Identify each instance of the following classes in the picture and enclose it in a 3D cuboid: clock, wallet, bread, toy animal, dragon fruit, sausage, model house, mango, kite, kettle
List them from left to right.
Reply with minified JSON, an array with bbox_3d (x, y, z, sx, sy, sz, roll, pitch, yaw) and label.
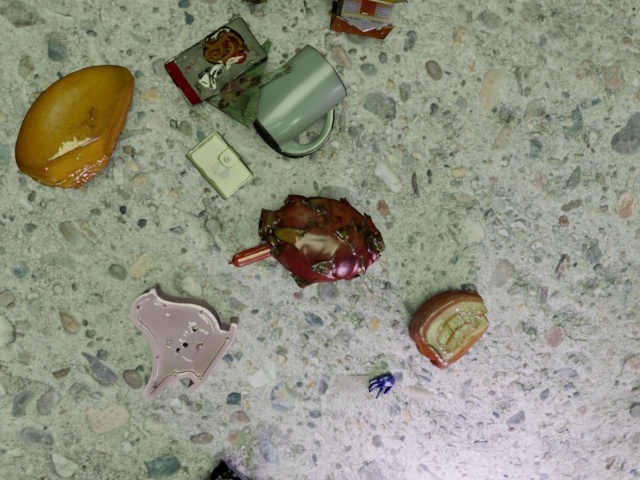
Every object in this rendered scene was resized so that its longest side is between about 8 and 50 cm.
[{"bbox_3d":[-0.571,-0.278,1.168,0.199,0.201,0.350,36,82,-38],"label":"mango"},{"bbox_3d":[-0.404,0.281,1.319,0.275,0.080,0.290,31,91,-11],"label":"clock"},{"bbox_3d":[-0.263,-0.199,1.298,0.110,0.039,0.155,-39,101,1],"label":"wallet"},{"bbox_3d":[-0.265,0.725,1.369,0.166,0.138,0.179,43,84,5],"label":"toy animal"},{"bbox_3d":[-0.183,-0.390,1.224,0.268,0.013,0.322,-9,57,27],"label":"kite"},{"bbox_3d":[-0.182,0.041,1.338,0.146,0.050,0.048,-20,141,-6],"label":"sausage"},{"bbox_3d":[-0.056,-0.333,1.254,0.236,0.161,0.221,-41,111,-1],"label":"kettle"},{"bbox_3d":[-0.004,0.000,1.273,0.315,0.250,0.250,-8,99,-26],"label":"dragon fruit"},{"bbox_3d":[0.090,-0.584,1.258,0.220,0.207,0.135,3,134,-10],"label":"model house"},{"bbox_3d":[0.374,0.238,1.414,0.190,0.123,0.244,44,88,-10],"label":"bread"}]

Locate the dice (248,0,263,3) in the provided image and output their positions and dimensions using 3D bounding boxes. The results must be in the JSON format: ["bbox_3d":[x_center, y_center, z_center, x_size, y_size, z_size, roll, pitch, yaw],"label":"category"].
[{"bbox_3d":[-0.167,-0.729,1.144,0.227,0.233,0.238,37,90,-11],"label":"dice"}]

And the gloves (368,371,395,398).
[{"bbox_3d":[0.182,0.430,1.457,0.086,0.026,0.064,-27,103,-5],"label":"gloves"}]

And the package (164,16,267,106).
[{"bbox_3d":[-0.265,-0.453,1.249,0.239,0.030,0.154,-33,75,2],"label":"package"}]
